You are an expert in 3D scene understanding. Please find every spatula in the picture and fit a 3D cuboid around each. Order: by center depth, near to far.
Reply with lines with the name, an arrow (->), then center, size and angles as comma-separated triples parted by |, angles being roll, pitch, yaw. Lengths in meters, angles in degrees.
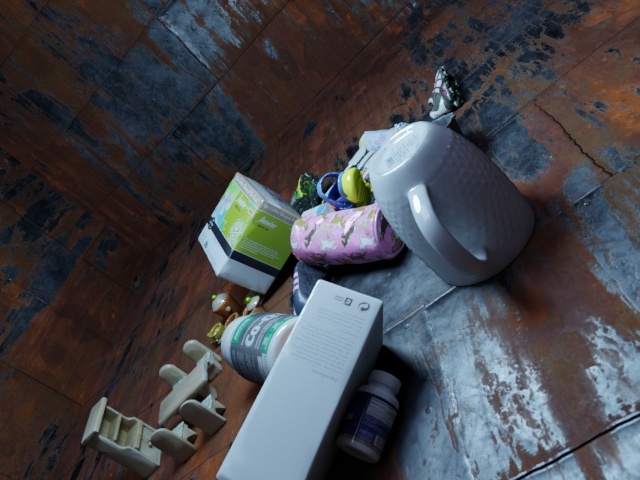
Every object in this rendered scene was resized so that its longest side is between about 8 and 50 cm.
spatula -> 0.122, -0.242, 1.952 | 0.242, 0.019, 0.168 | -51, 36, -5

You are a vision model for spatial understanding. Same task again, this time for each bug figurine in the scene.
bug figurine -> 0.128, -0.197, 1.994 | 0.279, 0.072, 0.216 | -51, 23, -7

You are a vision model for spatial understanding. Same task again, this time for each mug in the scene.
mug -> 0.277, -0.072, 1.189 | 0.276, 0.328, 0.374 | -37, 25, 26

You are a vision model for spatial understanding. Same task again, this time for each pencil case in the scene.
pencil case -> 0.074, -0.017, 1.627 | 0.386, 0.160, 0.167 | -8, 42, 47
pencil case -> 0.252, -0.360, 1.969 | 0.113, 0.124, 0.273 | -54, 22, -13

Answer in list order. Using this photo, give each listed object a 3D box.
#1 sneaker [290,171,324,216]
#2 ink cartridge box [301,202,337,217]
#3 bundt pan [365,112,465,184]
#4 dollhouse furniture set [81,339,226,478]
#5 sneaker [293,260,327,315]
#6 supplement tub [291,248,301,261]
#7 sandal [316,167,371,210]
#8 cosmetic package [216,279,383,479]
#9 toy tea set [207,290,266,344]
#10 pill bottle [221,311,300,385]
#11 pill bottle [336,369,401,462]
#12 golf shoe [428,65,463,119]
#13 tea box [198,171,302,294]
sneaker -> -0.066, -0.115, 2.183 | 0.146, 0.134, 0.343 | 119, 169, -47
ink cartridge box -> -0.010, -0.067, 1.988 | 0.180, 0.104, 0.060 | -18, 37, 50
bundt pan -> 0.302, -0.237, 1.620 | 0.331, 0.124, 0.331 | -39, 11, 9
dollhouse furniture set -> -0.536, 0.540, 1.754 | 0.394, 0.256, 0.362 | -45, 23, 7
sneaker -> -0.045, 0.166, 1.689 | 0.319, 0.112, 0.131 | -83, 9, -71
supplement tub -> 0.000, 0.000, 1.861 | 0.198, 0.106, 0.106 | -46, 23, 7
sandal -> 0.083, -0.140, 1.709 | 0.138, 0.317, 0.126 | 1, 68, 18
cosmetic package -> -0.018, 0.340, 1.136 | 0.161, 0.230, 0.453 | 18, 58, 18
toy tea set -> -0.327, 0.255, 2.010 | 0.336, 0.124, 0.200 | -29, 29, 39
pill bottle -> -0.129, 0.302, 1.474 | 0.361, 0.204, 0.204 | -8, 45, 57
pill bottle -> 0.106, 0.359, 1.103 | 0.094, 0.094, 0.169 | -17, 38, 52
golf shoe -> 0.444, -0.550, 1.965 | 0.120, 0.105, 0.273 | -41, 22, 34
tea box -> -0.262, -0.033, 2.013 | 0.323, 0.220, 0.329 | -57, 34, 8
